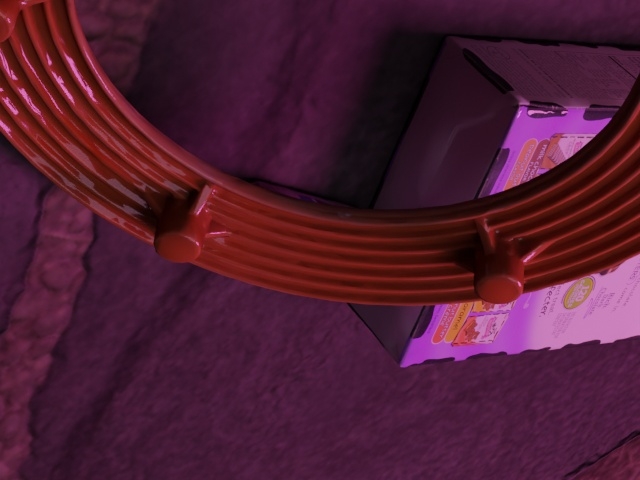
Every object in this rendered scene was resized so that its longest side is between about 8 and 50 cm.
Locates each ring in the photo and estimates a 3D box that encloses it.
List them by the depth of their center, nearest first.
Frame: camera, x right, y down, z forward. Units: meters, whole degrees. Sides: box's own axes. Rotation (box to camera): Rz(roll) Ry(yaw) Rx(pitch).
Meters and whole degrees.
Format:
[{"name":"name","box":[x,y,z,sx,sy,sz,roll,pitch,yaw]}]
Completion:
[{"name":"ring","box":[0.012,-0.073,0.584,0.336,0.032,0.337,5,141,4]}]

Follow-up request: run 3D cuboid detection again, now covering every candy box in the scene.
[{"name":"candy box","box":[0.128,-0.021,0.858,0.196,0.070,0.165,-2,128,-37]}]

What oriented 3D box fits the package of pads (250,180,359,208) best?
[{"name":"package of pads","box":[0.000,0.000,0.789,0.083,0.050,0.032,15,117,-45]}]
